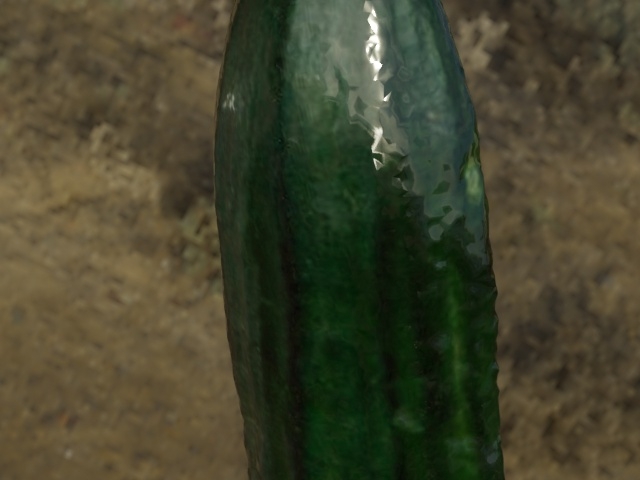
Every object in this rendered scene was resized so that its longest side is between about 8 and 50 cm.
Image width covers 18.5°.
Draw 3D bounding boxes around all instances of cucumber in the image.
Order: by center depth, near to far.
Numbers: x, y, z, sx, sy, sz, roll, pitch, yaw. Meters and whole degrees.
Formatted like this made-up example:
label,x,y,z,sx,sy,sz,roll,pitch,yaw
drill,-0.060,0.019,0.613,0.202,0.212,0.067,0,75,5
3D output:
label,x,y,z,sx,sy,sz,roll,pitch,yaw
cucumber,0.000,0.000,0.648,0.063,0.243,0.115,-26,35,-31
